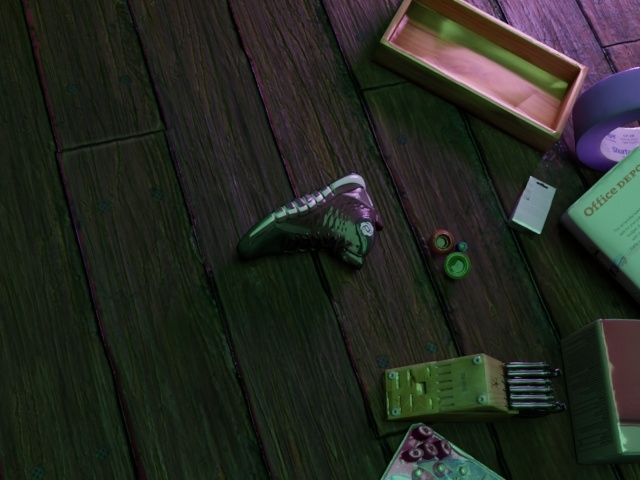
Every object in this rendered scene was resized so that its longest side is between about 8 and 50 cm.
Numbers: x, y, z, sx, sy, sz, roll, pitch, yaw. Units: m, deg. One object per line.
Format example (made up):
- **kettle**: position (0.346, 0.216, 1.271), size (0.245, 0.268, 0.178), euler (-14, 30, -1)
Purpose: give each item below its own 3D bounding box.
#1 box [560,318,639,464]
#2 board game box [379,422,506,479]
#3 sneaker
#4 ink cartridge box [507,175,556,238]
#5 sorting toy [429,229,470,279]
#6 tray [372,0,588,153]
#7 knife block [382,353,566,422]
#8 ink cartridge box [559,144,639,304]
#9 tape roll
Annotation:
- **box**: position (0.528, 0.269, 1.436), size (0.126, 0.149, 0.233), euler (2, 68, -12)
- **board game box**: position (0.227, 0.556, 1.305), size (0.389, 0.050, 0.390), euler (34, 65, 3)
- **sneaker**: position (0.000, 0.000, 1.458), size (0.281, 0.106, 0.163), euler (-29, 80, -22)
- **ink cartridge box**: position (0.422, -0.066, 1.618), size (0.062, 0.029, 0.115), euler (27, 64, 0)
- **sorting toy**: position (0.246, 0.024, 1.541), size (0.061, 0.042, 0.102), euler (-29, 88, -6)
- **tray**: position (0.335, -0.368, 1.701), size (0.410, 0.076, 0.203), euler (28, 65, 1)
- **knife block**: position (0.278, 0.273, 1.428), size (0.275, 0.242, 0.088), euler (-16, 63, 30)
- **ink cartridge box**: position (0.631, -0.015, 1.559), size (0.201, 0.117, 0.278), euler (-42, 81, 2)
- **tape roll**: position (0.641, -0.231, 1.599), size (0.274, 0.275, 0.090), euler (6, 67, -10)
